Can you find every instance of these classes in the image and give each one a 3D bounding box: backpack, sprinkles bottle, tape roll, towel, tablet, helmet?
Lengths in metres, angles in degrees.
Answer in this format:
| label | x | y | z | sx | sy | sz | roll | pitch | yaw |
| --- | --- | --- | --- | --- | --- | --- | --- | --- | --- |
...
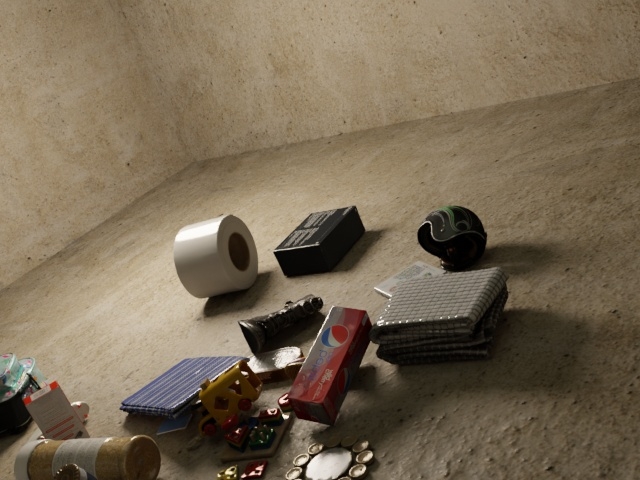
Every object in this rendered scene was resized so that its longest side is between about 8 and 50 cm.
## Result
| label | x | y | z | sx | sy | sz | roll | pitch | yaw |
| --- | --- | --- | --- | --- | --- | --- | --- | --- | --- |
| backpack | -0.925 | 0.440 | 2.321 | 0.225 | 0.191 | 0.253 | -21 | 15 | 8 |
| sprinkles bottle | -0.532 | 0.507 | 1.810 | 0.356 | 0.121 | 0.121 | -11 | 24 | 30 |
| tape roll | -0.330 | 0.053 | 2.554 | 0.169 | 0.246 | 0.246 | -13 | 23 | 24 |
| towel | -0.347 | 0.368 | 2.010 | 0.243 | 0.040 | 0.336 | -34 | 13 | -34 |
| towel | 0.277 | 0.171 | 1.808 | 0.284 | 0.121 | 0.235 | -11 | 22 | 34 |
| tablet | -0.354 | 0.447 | 1.939 | 0.083 | 0.006 | 0.054 | -17 | 21 | 18 |
| helmet | 0.349 | -0.014 | 2.127 | 0.169 | 0.169 | 0.161 | -23 | 36 | -1 |

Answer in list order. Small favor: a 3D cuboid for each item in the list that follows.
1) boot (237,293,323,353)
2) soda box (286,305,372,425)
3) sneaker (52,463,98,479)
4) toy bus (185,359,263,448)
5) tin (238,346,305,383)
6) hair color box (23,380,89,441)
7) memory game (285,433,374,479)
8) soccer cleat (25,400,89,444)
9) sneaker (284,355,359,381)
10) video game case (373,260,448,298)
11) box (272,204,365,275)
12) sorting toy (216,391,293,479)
| label | x | y | z | sx | sy | sz | roll | pitch | yaw |
| --- | --- | --- | --- | --- | --- | --- | --- | --- | --- |
| boot | -0.099 | 0.203 | 2.116 | 0.229 | 0.091 | 0.263 | -24 | 4 | -7 |
| soda box | 0.026 | 0.270 | 1.756 | 0.092 | 0.083 | 0.263 | 5 | 47 | 28 |
| sneaker | -0.485 | 0.604 | 1.586 | 0.099 | 0.153 | 0.282 | -10 | 54 | 26 |
| toy bus | -0.230 | 0.358 | 1.809 | 0.202 | 0.104 | 0.191 | -40 | 7 | -39 |
| tin | -0.126 | 0.313 | 1.993 | 0.190 | 0.040 | 0.106 | -14 | 18 | 23 |
| hair color box | -0.669 | 0.451 | 2.026 | 0.093 | 0.167 | 0.053 | -30 | 21 | -18 |
| memory game | 0.017 | 0.442 | 1.554 | 0.186 | 0.012 | 0.186 | -21 | 21 | 8 |
| soccer cleat | -0.700 | 0.492 | 2.108 | 0.076 | 0.068 | 0.196 | -4 | 30 | 48 |
| sneaker | 0.009 | 0.287 | 1.872 | 0.186 | 0.069 | 0.084 | -7 | 26 | 16 |
| video game case | 0.240 | 0.110 | 2.131 | 0.157 | 0.019 | 0.143 | -30 | 21 | -17 |
| box | 0.000 | 0.000 | 2.540 | 0.184 | 0.103 | 0.261 | -11 | 23 | 37 |
| sorting toy | -0.148 | 0.420 | 1.733 | 0.132 | 0.046 | 0.274 | -13 | 23 | 25 |
